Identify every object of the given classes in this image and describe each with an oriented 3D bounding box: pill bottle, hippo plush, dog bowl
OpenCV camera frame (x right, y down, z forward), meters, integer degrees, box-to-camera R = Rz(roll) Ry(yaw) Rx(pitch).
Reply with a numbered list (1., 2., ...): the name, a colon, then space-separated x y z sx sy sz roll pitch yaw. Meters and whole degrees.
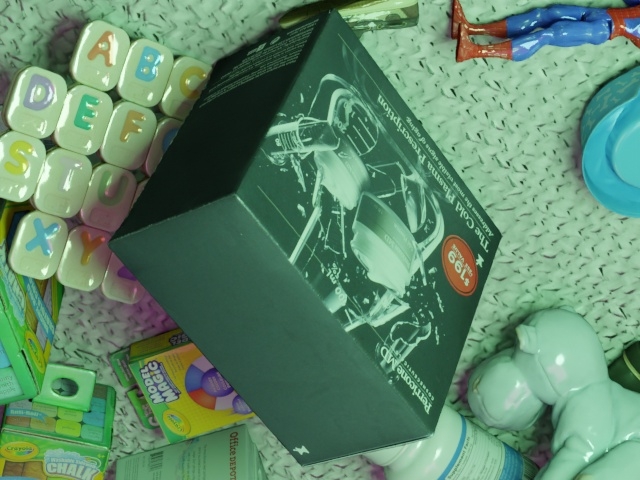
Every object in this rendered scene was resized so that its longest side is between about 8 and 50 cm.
1. pill bottle: 0.155 0.275 1.942 0.221 0.124 0.124 34 112 -18
2. hippo plush: 0.285 0.201 1.822 0.294 0.234 0.236 -41 84 29
3. dog bowl: 0.419 -0.145 1.745 0.297 0.074 0.166 -29 125 13

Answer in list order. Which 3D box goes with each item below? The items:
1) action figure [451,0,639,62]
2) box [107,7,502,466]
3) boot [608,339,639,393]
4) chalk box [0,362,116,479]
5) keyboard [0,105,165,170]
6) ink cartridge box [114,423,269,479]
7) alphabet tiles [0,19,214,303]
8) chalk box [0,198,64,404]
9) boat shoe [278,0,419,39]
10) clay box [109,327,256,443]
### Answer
1. action figure: 0.285 -0.257 1.674 0.280 0.091 0.139 0 128 -3
2. box: 0.000 0.000 1.653 0.179 0.312 0.343 -19 122 37
3. boot: 0.404 0.228 1.967 0.137 0.077 0.198 -40 100 22
4. chalk box: -0.321 0.245 1.897 0.132 0.132 0.213 12 118 -10
5. keyboard: -0.295 -0.114 1.772 0.256 0.014 0.072 3 124 -4
6. ink cartridge box: -0.151 0.329 1.953 0.176 0.128 0.127 -17 118 7
7. alphabet tiles: -0.217 -0.079 1.691 0.284 0.021 0.278 19 89 -36
8. chalk box: -0.399 0.076 1.708 0.180 0.289 0.179 -12 120 7
9. boat shoe: 0.033 -0.234 1.696 0.152 0.056 0.049 -11 114 3
10. clay box: -0.131 0.160 1.905 0.222 0.053 0.127 -20 117 7
